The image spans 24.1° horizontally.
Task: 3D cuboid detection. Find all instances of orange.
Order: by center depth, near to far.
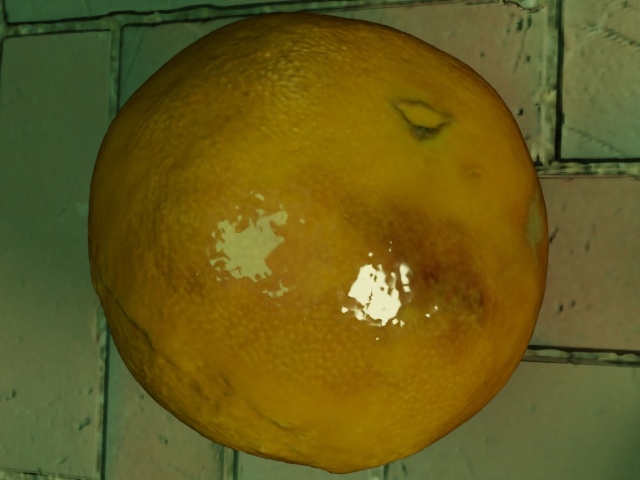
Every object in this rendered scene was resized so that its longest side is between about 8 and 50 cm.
[{"bbox_3d":[0.000,0.000,0.837,0.261,0.261,0.261,-2,86,29],"label":"orange"}]
